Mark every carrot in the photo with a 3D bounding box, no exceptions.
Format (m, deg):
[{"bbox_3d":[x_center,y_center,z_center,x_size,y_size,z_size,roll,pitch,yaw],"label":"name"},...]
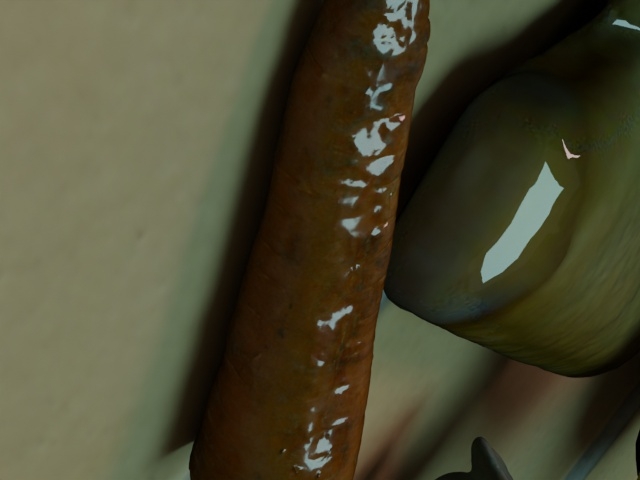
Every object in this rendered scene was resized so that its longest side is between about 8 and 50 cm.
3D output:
[{"bbox_3d":[0.000,0.000,0.583,0.057,0.057,0.224,-34,147,-42],"label":"carrot"}]

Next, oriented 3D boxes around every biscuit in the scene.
[{"bbox_3d":[0.134,-0.051,0.764,0.237,0.062,0.290,-56,160,2],"label":"biscuit"}]

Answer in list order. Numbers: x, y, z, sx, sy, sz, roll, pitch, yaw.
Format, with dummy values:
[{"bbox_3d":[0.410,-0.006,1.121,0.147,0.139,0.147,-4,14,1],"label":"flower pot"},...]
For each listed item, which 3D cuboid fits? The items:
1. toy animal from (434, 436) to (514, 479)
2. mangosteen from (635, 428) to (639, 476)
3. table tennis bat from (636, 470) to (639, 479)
[{"bbox_3d":[0.025,0.206,0.851,0.251,0.125,0.127,-44,-171,18],"label":"toy animal"},{"bbox_3d":[0.304,0.093,1.086,0.287,0.233,0.287,-45,156,-26],"label":"mangosteen"},{"bbox_3d":[0.225,0.051,0.843,0.224,0.054,0.369,-26,137,-12],"label":"table tennis bat"}]
